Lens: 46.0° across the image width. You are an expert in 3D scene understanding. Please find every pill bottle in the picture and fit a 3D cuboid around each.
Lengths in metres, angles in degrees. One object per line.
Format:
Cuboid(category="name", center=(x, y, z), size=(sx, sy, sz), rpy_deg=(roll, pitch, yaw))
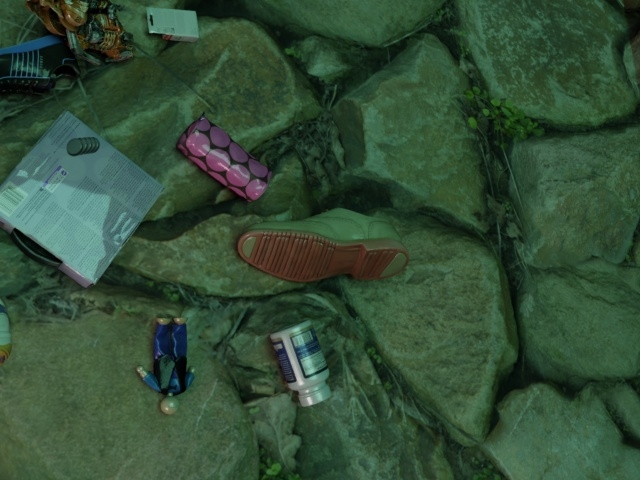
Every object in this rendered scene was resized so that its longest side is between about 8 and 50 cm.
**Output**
Cuboid(category="pill bottle", center=(-0.037, 0.262, 1.608), size=(0.094, 0.094, 0.169), rpy_deg=(-19, 88, -32))

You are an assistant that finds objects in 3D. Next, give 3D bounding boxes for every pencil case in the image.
Cuboid(category="pencil case", center=(-0.201, -0.179, 1.624), size=(0.209, 0.095, 0.098), rpy_deg=(40, 41, -18))

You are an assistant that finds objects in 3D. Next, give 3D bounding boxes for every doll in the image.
Cuboid(category="doll", center=(-0.301, 0.247, 1.486), size=(0.129, 0.046, 0.189), rpy_deg=(3, 83, -39))

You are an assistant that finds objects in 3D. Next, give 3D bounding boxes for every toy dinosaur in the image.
Cuboid(category="toy dinosaur", center=(-0.476, -0.468, 1.458), size=(0.164, 0.322, 0.218), rpy_deg=(-3, 75, 9))

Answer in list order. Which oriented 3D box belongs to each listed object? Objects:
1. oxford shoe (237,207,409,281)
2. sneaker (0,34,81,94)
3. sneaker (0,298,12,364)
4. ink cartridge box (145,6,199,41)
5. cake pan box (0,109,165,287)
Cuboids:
Cuboid(category="oxford shoe", center=(0.000, 0.000, 1.696), size=(0.397, 0.140, 0.146), rpy_deg=(7, 44, -24))
Cuboid(category="sneaker", center=(-0.572, -0.318, 1.443), size=(0.232, 0.081, 0.090), rpy_deg=(-34, 89, -33))
Cuboid(category="sneaker", center=(-0.682, 0.152, 1.269), size=(0.296, 0.112, 0.131), rpy_deg=(3, 59, -31))
Cuboid(category="ink cartridge box", center=(-0.328, -0.474, 1.654), size=(0.115, 0.029, 0.062), rpy_deg=(-4, 81, -30))
Cuboid(category="cake pan box", center=(-0.472, -0.075, 1.452), size=(0.246, 0.070, 0.267), rpy_deg=(37, 63, -15))
